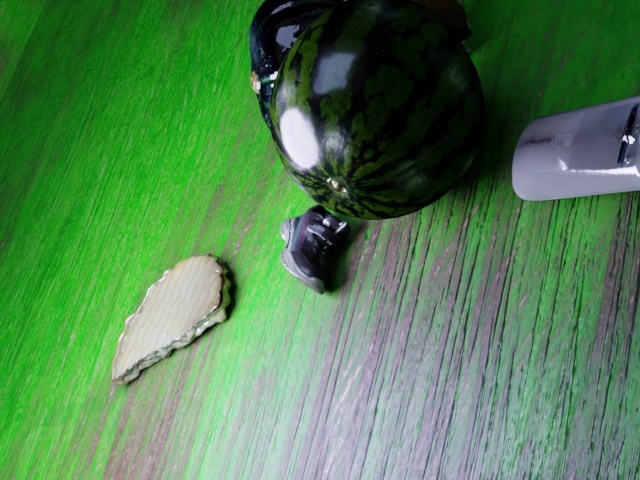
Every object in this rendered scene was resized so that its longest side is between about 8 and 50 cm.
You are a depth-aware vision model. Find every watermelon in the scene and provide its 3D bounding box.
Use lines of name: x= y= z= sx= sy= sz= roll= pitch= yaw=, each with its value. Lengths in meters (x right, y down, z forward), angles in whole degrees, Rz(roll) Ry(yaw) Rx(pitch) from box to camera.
watermelon: x=0.075 y=-0.169 z=1.725 sx=0.285 sy=0.285 sz=0.285 roll=-34 pitch=37 yaw=30

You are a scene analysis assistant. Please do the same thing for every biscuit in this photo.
biscuit: x=-0.232 y=0.109 z=2.107 sx=0.273 sy=0.036 sz=0.187 roll=-33 pitch=38 yaw=33

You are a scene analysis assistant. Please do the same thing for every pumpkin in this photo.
pumpkin: x=0.014 y=-0.264 z=1.976 sx=0.248 sy=0.248 sz=0.248 roll=-34 pitch=37 yaw=30

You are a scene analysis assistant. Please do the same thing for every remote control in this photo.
remote control: x=0.297 y=-0.109 z=1.492 sx=0.313 sy=0.055 sz=0.109 roll=177 pitch=112 yaw=-73

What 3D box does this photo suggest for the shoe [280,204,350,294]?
shoe: x=0.000 y=0.000 z=1.866 sx=0.099 sy=0.071 sz=0.169 roll=-40 pitch=31 yaw=18

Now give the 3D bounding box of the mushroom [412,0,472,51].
mushroom: x=0.148 y=-0.415 z=1.882 sx=0.233 sy=0.208 sz=0.302 roll=157 pitch=128 yaw=-66
